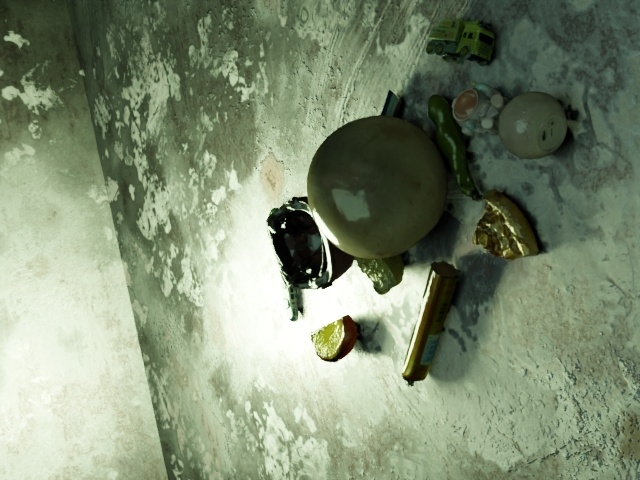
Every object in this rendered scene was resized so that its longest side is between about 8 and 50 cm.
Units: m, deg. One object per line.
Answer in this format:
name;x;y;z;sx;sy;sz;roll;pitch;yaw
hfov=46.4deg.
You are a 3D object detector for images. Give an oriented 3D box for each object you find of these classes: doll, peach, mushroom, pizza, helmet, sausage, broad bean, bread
doll;0.402;-0.270;1.636;0.287;0.151;0.150;32;122;52
peach;0.050;0.282;2.219;0.127;0.092;0.172;48;120;29
mushroom;0.148;-0.132;1.896;0.363;0.295;0.362;-3;82;22
pizza;0.409;-0.023;1.727;0.161;0.063;0.182;-37;70;50
helmet;0.000;0.000;2.133;0.338;0.197;0.270;-23;85;55
sausage;0.279;0.233;1.933;0.082;0.082;0.371;37;126;42
broad bean;0.326;-0.222;1.784;0.098;0.056;0.318;114;139;-54
bread;0.163;0.058;2.005;0.086;0.125;0.156;-32;95;41

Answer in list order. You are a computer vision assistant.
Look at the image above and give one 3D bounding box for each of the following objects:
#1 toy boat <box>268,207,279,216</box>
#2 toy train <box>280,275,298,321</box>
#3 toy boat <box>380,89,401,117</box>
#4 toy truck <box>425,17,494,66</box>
toy boat;-0.104;-0.020;2.382;0.210;0.052;0.104;56;138;27
toy train;-0.100;0.164;2.420;0.043;0.047;0.207;-2;94;53
toy boat;0.162;-0.289;1.988;0.046;0.080;0.228;25;119;8
toy truck;0.325;-0.468;1.736;0.169;0.077;0.100;24;102;51
